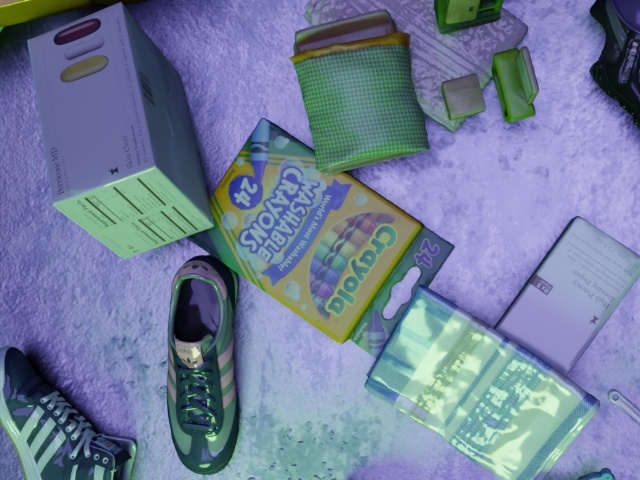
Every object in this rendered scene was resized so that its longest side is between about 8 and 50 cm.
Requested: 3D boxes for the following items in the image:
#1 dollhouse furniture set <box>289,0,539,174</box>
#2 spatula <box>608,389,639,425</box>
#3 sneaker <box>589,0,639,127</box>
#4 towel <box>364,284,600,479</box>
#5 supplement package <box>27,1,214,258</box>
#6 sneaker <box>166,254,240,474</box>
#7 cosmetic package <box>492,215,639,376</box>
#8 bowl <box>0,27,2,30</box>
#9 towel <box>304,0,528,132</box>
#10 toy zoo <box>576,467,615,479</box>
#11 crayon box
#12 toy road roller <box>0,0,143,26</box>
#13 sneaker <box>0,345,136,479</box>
[{"bbox_3d":[0.115,-0.221,1.340,0.301,0.151,0.198,-14,84,2],"label":"dollhouse furniture set"},{"bbox_3d":[0.529,0.242,1.400,0.242,0.019,0.168,42,101,8],"label":"spatula"},{"bbox_3d":[0.432,-0.205,1.390,0.124,0.107,0.283,-8,84,24],"label":"sneaker"},{"bbox_3d":[0.210,0.207,1.392,0.285,0.034,0.209,34,128,9],"label":"towel"},{"bbox_3d":[-0.269,-0.144,1.399,0.145,0.204,0.262,-20,65,9],"label":"supplement package"},{"bbox_3d":[-0.178,0.180,1.457,0.112,0.131,0.319,-2,89,8],"label":"sneaker"},{"bbox_3d":[0.326,0.091,1.400,0.117,0.085,0.231,34,94,8],"label":"cosmetic package"},{"bbox_3d":[-0.564,-0.384,1.525,0.297,0.134,0.298,0,89,10],"label":"bowl"},{"bbox_3d":[0.130,-0.306,1.453,0.282,0.049,0.187,37,96,8],"label":"towel"},{"bbox_3d":[0.354,0.444,1.388,0.192,0.030,0.293,13,104,9],"label":"toy zoo"},{"bbox_3d":[0.000,0.000,1.455,0.323,0.083,0.203,34,95,8],"label":"crayon box"},{"bbox_3d":[-0.339,-0.408,1.419,0.329,0.240,0.203,-14,86,-5],"label":"toy road roller"},{"bbox_3d":[-0.368,0.273,1.503,0.153,0.099,0.282,-18,94,14],"label":"sneaker"}]
